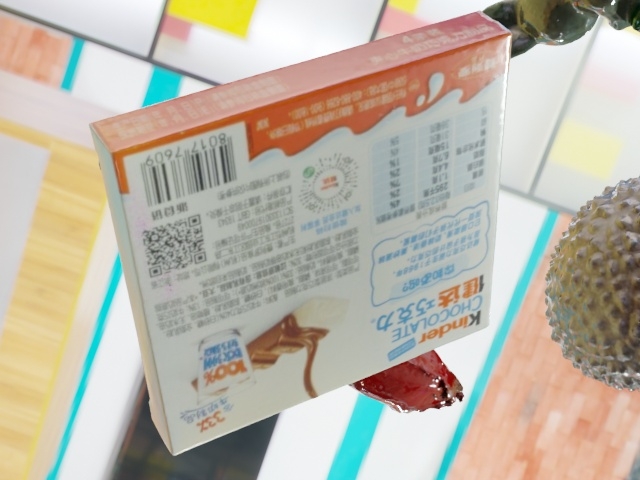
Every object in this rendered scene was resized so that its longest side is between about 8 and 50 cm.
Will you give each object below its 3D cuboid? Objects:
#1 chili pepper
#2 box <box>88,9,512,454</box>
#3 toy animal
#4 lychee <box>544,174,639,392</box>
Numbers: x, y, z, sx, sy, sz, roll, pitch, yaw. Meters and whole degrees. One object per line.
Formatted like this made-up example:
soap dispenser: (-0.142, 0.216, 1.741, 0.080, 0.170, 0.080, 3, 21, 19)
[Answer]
chili pepper: (-0.030, 0.043, 0.919, 0.110, 0.388, 0.110, -54, -170, 14)
box: (0.000, 0.000, 0.724, 0.048, 0.273, 0.265, 49, -29, 45)
toy animal: (0.265, -0.261, 1.092, 0.251, 0.125, 0.127, -24, -124, 36)
lychee: (0.420, 0.058, 1.336, 0.300, 0.300, 0.300, -160, -90, -88)
